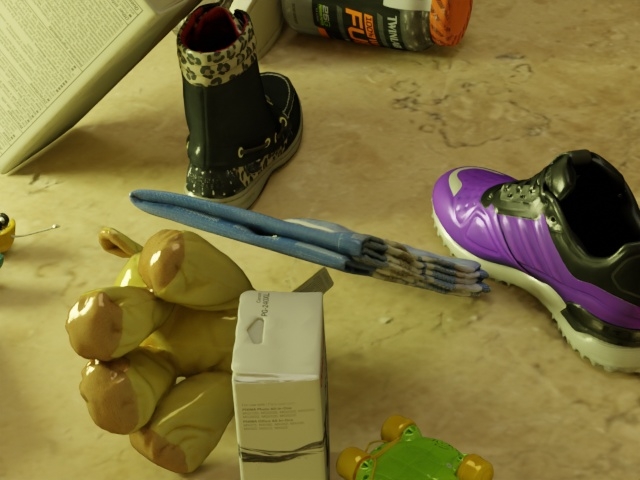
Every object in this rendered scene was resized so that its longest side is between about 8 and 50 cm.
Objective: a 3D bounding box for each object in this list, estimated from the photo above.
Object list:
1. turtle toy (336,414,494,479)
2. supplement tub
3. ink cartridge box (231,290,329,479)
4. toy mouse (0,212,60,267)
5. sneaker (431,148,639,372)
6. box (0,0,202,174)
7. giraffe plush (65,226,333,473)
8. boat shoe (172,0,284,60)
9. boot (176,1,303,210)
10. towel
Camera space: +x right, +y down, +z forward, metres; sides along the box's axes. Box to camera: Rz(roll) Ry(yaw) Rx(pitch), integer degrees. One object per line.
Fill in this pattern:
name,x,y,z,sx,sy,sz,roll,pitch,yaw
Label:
turtle toy,0.057,0.185,1.246,0.095,0.066,0.130,26,42,36
supplement tub,0.063,-0.269,1.909,0.190,0.117,0.117,12,35,22
ink cartridge box,-0.026,0.126,1.266,0.063,0.150,0.109,-1,33,2
toy mouse,-0.334,0.019,1.561,0.161,0.031,0.143,12,35,21
sneaker,0.201,-0.022,1.487,0.102,0.146,0.293,-20,37,-26
box,-0.238,-0.207,1.646,0.311,0.148,0.121,-34,5,45
giraffe plush,-0.118,0.060,1.382,0.210,0.181,0.170,-23,23,-26
boat shoe,-0.059,-0.309,1.985,0.096,0.117,0.324,15,42,19
boot,-0.074,-0.150,1.671,0.085,0.179,0.236,7,35,14
towel,0.000,0.000,1.430,0.209,0.034,0.285,15,1,26
